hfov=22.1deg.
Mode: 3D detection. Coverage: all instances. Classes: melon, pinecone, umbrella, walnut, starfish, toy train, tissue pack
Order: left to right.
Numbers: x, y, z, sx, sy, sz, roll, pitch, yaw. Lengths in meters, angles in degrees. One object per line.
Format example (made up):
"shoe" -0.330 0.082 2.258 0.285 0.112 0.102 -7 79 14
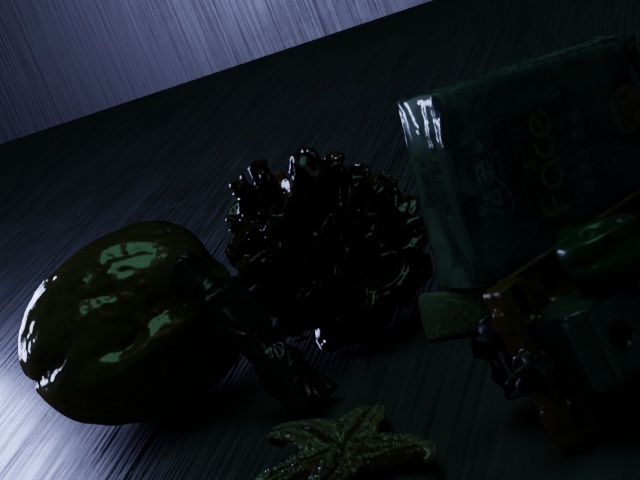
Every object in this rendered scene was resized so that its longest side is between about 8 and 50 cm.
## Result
"walnut" -0.229 0.106 1.966 0.283 0.227 0.283 -30 10 6
"umbrella" -0.082 0.101 1.830 0.059 0.235 0.066 -52 -14 29
"pinecone" 0.001 0.013 1.961 0.257 0.243 0.243 7 -5 -40
"starfish" 0.021 0.215 1.627 0.240 0.043 0.227 -7 21 43
"melon" 0.208 0.070 1.867 0.182 0.054 0.098 -8 6 37
"tissue pack" 0.253 -0.096 1.905 0.316 0.228 0.103 -20 9 -30
"toy train" 0.302 0.044 1.604 0.429 0.178 0.249 -31 9 -29
